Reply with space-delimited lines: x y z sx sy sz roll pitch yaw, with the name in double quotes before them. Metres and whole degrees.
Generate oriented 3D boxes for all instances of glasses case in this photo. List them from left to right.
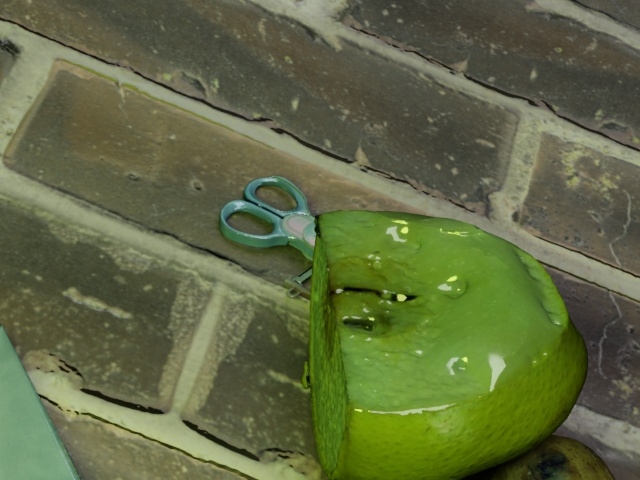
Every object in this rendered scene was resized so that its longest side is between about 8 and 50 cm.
"glasses case" -0.331 0.229 1.803 0.105 0.056 0.266 -27 65 -10

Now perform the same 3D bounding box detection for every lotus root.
"lotus root" 0.270 0.301 1.931 0.154 0.154 0.278 2 44 -21

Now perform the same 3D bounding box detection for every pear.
"pear" 0.146 0.138 1.908 0.318 0.238 0.342 -1 42 -6

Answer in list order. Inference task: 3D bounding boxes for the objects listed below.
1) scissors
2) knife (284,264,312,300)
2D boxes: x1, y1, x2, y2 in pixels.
"scissors" 0.000 0.000 2.096 0.256 0.030 0.125 27 46 17
"knife" 0.084 0.116 2.060 0.278 0.053 0.123 43 56 15
